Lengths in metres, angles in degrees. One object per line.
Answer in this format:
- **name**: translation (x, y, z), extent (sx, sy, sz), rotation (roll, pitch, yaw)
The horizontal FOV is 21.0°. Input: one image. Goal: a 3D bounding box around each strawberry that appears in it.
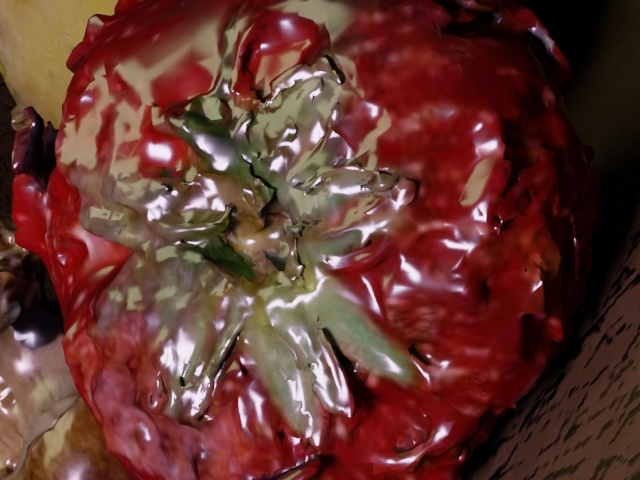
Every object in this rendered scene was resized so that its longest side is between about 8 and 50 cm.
- **strawberry**: translation (0.000, 0.000, 0.764), extent (0.274, 0.274, 0.220), rotation (-57, -26, 15)

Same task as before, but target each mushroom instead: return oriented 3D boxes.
- **mushroom**: translation (-0.148, 0.109, 1.112), extent (0.267, 0.255, 0.267), rotation (-20, -13, -5)

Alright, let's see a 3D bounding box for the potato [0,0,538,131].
- **potato**: translation (-0.061, -0.182, 1.074), extent (0.319, 0.385, 0.442), rotation (-67, -6, 33)
